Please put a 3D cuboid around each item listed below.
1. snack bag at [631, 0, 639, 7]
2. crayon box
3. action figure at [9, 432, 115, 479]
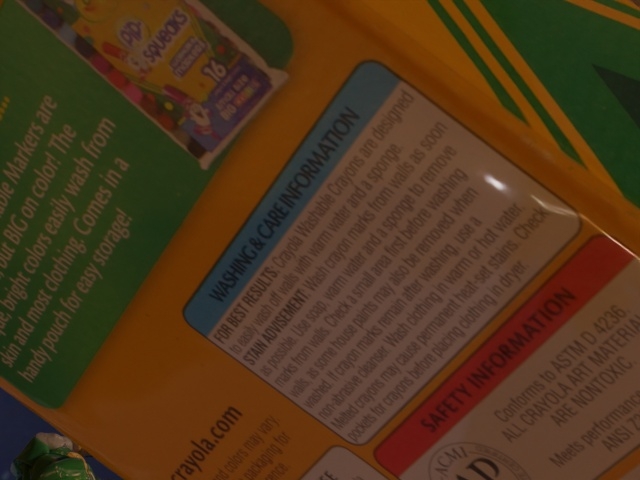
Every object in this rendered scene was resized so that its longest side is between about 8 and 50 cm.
[{"bbox_3d":[0.349,-0.124,0.827,0.343,0.323,0.037,-28,175,-22],"label":"snack bag"},{"bbox_3d":[0.000,0.000,0.402,0.203,0.323,0.083,-52,-177,44],"label":"crayon box"},{"bbox_3d":[-0.142,0.160,0.839,0.064,0.137,0.232,-22,166,-9],"label":"action figure"}]
